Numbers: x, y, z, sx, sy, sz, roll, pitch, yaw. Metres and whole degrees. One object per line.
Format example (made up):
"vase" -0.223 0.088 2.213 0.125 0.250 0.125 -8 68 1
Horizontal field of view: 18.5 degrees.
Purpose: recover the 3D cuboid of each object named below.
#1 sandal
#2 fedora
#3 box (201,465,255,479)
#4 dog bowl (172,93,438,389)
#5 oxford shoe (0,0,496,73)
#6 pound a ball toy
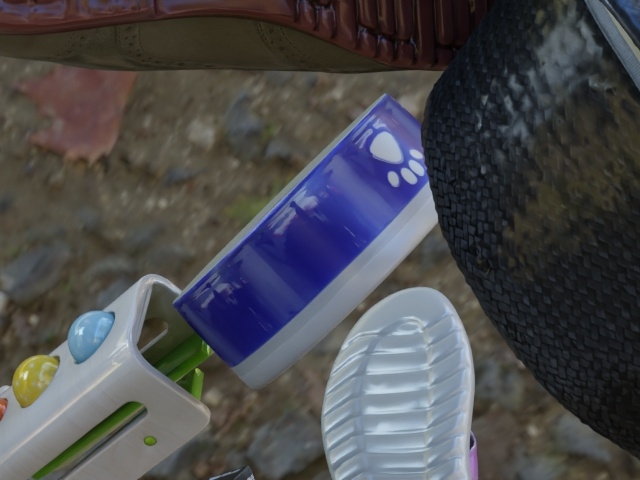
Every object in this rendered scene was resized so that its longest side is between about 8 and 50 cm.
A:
"sandal" 0.095 0.238 1.983 0.169 0.102 0.416 -17 51 19
"fedora" 0.156 -0.008 0.787 0.334 0.152 0.334 38 27 -24
"box" -0.090 0.179 1.311 0.018 0.083 0.067 68 23 -6
"dog bowl" 0.000 0.000 1.684 0.104 0.265 0.265 45 63 -3
"oxford shoe" -0.026 -0.130 0.864 0.348 0.130 0.123 3 82 -19
"pound a ball toy" -0.238 0.143 1.858 0.135 0.319 0.208 39 32 -22
